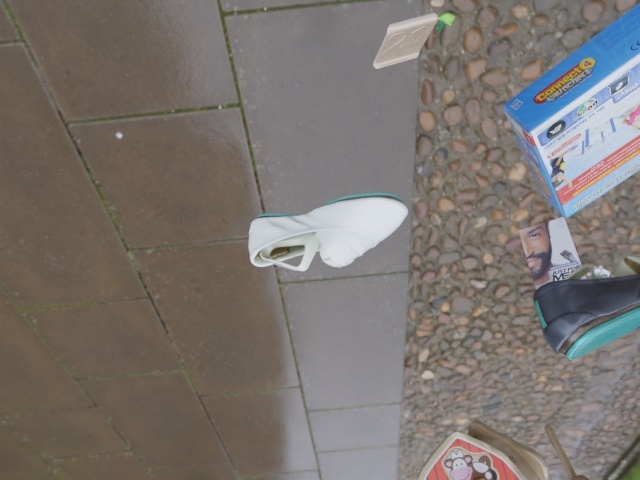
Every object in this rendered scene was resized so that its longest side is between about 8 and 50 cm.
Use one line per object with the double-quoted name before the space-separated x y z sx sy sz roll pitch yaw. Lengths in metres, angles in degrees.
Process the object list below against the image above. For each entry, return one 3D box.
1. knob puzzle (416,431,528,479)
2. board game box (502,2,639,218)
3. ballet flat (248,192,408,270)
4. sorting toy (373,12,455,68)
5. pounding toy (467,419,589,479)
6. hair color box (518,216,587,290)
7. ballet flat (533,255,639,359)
"knob puzzle" 0.206 0.353 0.653 0.213 0.213 0.030 7 155 -9
"board game box" 0.515 -0.222 0.882 0.308 0.086 0.302 -36 139 14
"ballet flat" 0.000 0.000 1.027 0.400 0.139 0.139 -7 139 40
"sorting toy" 0.097 -0.210 0.513 0.083 0.012 0.062 -21 166 -14
"pounding toy" 0.388 0.449 0.958 0.155 0.269 0.154 -24 113 -31
"hair color box" 0.463 0.047 0.985 0.093 0.167 0.053 -20 148 24
"ballet flat" 0.264 0.044 0.422 0.203 0.074 0.074 -8 135 -20
